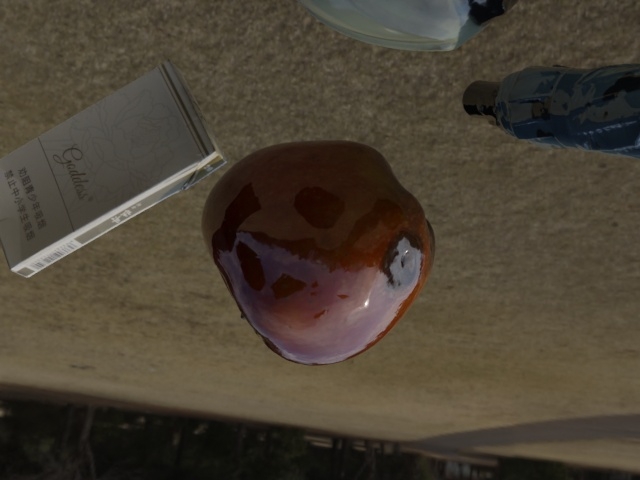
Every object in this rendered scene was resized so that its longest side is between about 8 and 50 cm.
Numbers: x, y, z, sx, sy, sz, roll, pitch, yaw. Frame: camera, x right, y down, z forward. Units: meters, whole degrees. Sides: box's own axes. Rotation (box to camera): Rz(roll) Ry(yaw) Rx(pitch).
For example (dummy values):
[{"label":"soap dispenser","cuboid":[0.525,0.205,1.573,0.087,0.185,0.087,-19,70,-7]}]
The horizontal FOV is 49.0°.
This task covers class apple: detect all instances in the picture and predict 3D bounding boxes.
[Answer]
[{"label":"apple","cuboid":[0.000,0.000,0.695,0.230,0.230,0.230,9,161,3]}]

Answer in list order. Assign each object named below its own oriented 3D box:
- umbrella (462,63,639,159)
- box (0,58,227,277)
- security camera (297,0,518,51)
[{"label":"umbrella","cuboid":[0.158,-0.088,0.459,0.053,0.052,0.250,38,-179,-21]},{"label":"box","cuboid":[-0.188,-0.062,0.598,0.198,0.109,0.029,-29,157,1]},{"label":"security camera","cuboid":[0.049,-0.256,0.418,0.191,0.277,0.197,10,-154,24]}]
